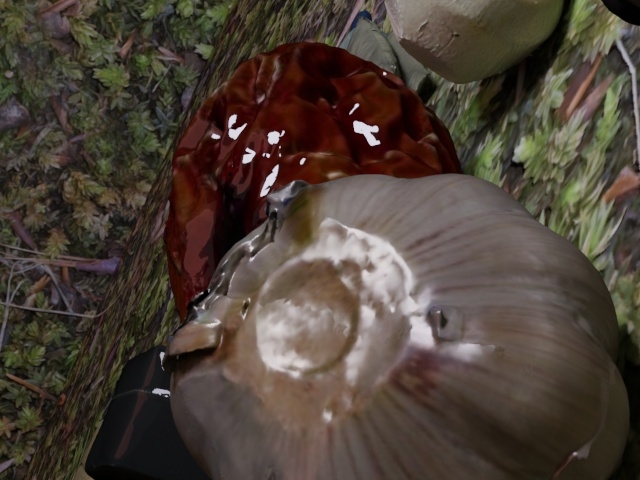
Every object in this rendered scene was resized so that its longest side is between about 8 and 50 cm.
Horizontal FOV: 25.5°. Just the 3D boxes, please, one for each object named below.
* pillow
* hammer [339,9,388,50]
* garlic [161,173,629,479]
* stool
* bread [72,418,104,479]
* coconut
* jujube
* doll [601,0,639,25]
[{"bbox_3d":[0.065,-0.171,1.610,0.181,0.078,0.134,-106,39,-62],"label":"pillow"},{"bbox_3d":[0.051,-0.242,1.790,0.116,0.069,0.194,-58,12,32],"label":"hammer"},{"bbox_3d":[0.056,0.101,0.932,0.322,0.241,0.322,-3,85,37],"label":"garlic"},{"bbox_3d":[-0.106,0.202,1.391,0.232,0.232,0.141,-31,36,65],"label":"stool"},{"bbox_3d":[-0.242,0.320,1.803,0.134,0.148,0.141,-58,-7,-82],"label":"bread"},{"bbox_3d":[0.135,-0.229,1.298,0.162,0.161,0.161,-35,35,52],"label":"coconut"},{"bbox_3d":[-0.001,0.000,1.243,0.276,0.276,0.377,-57,21,32],"label":"jujube"},{"bbox_3d":[0.279,-0.251,0.912,0.257,0.117,0.182,-55,7,50],"label":"doll"}]
